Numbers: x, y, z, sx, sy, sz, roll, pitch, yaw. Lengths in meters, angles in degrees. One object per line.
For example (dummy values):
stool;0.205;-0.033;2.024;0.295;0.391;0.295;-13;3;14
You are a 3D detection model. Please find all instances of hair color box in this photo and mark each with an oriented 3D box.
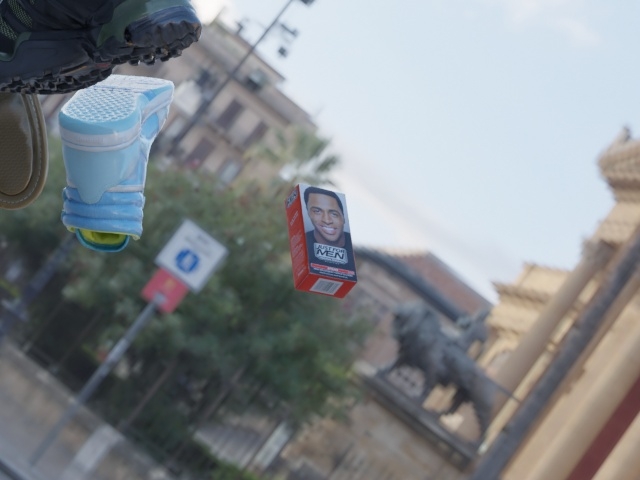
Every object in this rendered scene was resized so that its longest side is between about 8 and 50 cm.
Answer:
hair color box;0.000;0.000;1.830;0.072;0.141;0.043;11;-40;-26

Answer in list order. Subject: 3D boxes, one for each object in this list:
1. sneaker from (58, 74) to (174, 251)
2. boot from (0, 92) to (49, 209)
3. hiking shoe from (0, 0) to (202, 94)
sneaker;-0.277;-0.104;1.936;0.127;0.208;0.319;6;19;8
boot;-0.360;-0.127;1.623;0.283;0.109;0.220;56;-7;20
hiking shoe;-0.176;-0.166;0.985;0.226;0.114;0.086;-9;-4;34
